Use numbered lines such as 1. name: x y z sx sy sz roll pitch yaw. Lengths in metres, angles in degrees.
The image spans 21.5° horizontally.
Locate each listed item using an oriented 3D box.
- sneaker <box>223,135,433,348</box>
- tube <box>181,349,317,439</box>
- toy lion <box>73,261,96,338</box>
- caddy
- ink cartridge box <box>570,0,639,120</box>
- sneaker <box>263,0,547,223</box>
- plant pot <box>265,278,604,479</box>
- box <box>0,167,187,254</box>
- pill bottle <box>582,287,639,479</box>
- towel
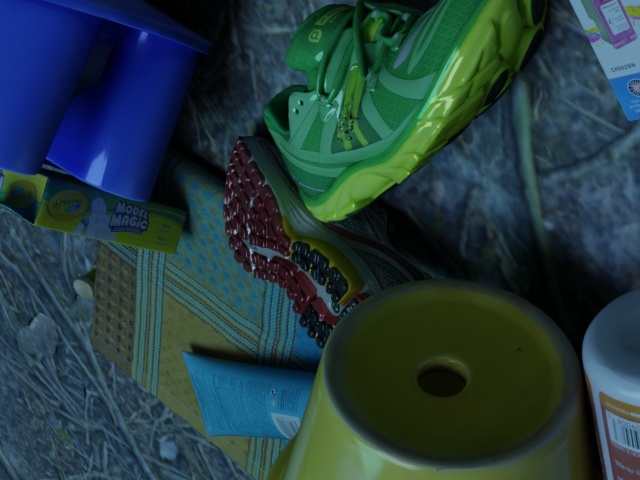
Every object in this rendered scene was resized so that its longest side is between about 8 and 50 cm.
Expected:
1. sneaker: 0.000 0.000 1.251 0.225 0.093 0.088 50 139 36
2. tube: -0.049 0.131 1.369 0.207 0.052 0.080 -1 104 53
3. toy lion: -0.180 0.064 1.576 0.096 0.034 0.100 14 131 34
4. caddy: -0.241 -0.153 1.263 0.341 0.241 0.179 19 95 40
5. ink cartridge box: 0.187 -0.136 0.929 0.088 0.052 0.122 -11 110 54
6. sneaker: 0.037 -0.104 1.087 0.123 0.109 0.295 49 147 -2
7. plant pot: 0.079 0.162 1.125 0.254 0.254 0.239 31 142 29
8. box: -0.205 -0.032 1.335 0.105 0.179 0.043 19 95 39
9. pill bottle: 0.238 0.142 1.062 0.121 0.121 0.216 17 133 41
10. towel: -0.055 0.084 1.412 0.370 0.040 0.271 35 134 28
